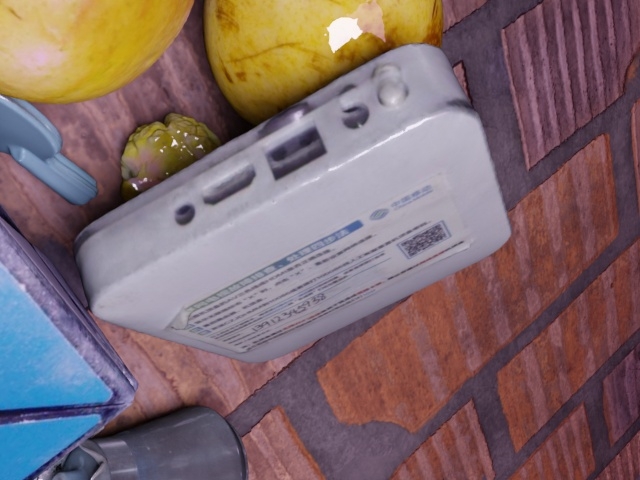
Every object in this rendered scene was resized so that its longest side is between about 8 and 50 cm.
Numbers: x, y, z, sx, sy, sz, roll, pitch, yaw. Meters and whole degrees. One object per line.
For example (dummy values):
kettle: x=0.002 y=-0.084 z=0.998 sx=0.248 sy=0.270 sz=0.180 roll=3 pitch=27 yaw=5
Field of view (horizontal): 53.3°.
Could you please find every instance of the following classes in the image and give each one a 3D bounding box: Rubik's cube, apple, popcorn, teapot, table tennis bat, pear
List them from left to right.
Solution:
Rubik's cube: x=-0.340 y=0.065 z=0.494 sx=0.260 sy=0.255 sz=0.259 roll=-40 pitch=137 yaw=-18
table tennis bat: x=-0.299 y=-0.100 z=0.615 sx=0.237 sy=0.149 sz=0.038 roll=51 pitch=50 yaw=-58
apple: x=-0.228 y=-0.252 z=0.500 sx=0.233 sy=0.286 sz=0.286 roll=-45 pitch=133 yaw=19
teapot: x=-0.228 y=0.300 z=0.786 sx=0.203 sy=0.170 sz=0.225 roll=-35 pitch=149 yaw=32
popcorn: x=-0.166 y=-0.070 z=0.730 sx=0.126 sy=0.126 sz=0.145 roll=13 pitch=117 yaw=-14
pear: x=0.004 y=-0.237 z=0.689 sx=0.281 sy=0.281 sz=0.280 roll=-14 pitch=115 yaw=-32

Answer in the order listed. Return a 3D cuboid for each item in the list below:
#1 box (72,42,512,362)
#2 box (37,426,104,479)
box: x=0.000 y=-0.001 z=0.701 sx=0.396 sy=0.111 sz=0.396 roll=-28 pitch=155 yaw=10
box: x=-0.371 y=0.180 z=0.723 sx=0.139 sy=0.035 sz=0.245 roll=-38 pitch=126 yaw=-19
